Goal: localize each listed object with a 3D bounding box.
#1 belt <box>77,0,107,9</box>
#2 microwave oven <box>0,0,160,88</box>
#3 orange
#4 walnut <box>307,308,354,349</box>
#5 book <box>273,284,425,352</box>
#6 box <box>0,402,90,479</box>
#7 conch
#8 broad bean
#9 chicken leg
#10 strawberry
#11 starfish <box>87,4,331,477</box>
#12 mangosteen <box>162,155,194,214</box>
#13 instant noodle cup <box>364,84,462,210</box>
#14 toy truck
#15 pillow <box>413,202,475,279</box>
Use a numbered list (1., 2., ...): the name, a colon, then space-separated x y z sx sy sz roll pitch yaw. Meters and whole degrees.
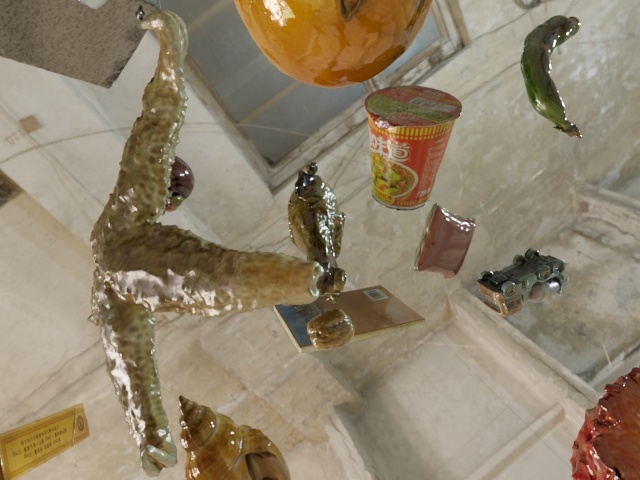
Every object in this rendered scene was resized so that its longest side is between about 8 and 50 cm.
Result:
1. belt: -0.286 -0.351 0.366 0.325 0.260 0.122 20 -101 48
2. microwave oven: -0.571 -0.533 0.762 0.374 0.432 0.236 -22 -108 43
3. orange: 0.020 -0.393 0.611 0.312 0.312 0.312 -27 -149 17
4. walnut: 0.022 0.179 0.820 0.096 0.082 0.079 -17 -130 -18
5. book: 0.075 0.216 1.192 0.374 0.028 0.262 -8 -160 -19
6. box: -0.547 0.364 0.696 0.174 0.076 0.274 -15 170 -9
7. conch: -0.102 0.334 0.573 0.109 0.330 0.093 -39 -155 -22
8. broad bean: 0.445 -0.336 0.784 0.049 0.144 0.292 148 -45 -63
9. chicken leg: -0.004 0.003 0.969 0.140 0.211 0.361 -18 -125 13
10. strawberry: 0.397 0.272 0.469 0.234 0.178 0.234 0 -118 1
11. starfish: -0.165 0.024 0.425 0.324 0.082 0.432 44 -65 30
12. mangosteen: -0.491 -0.176 1.295 0.200 0.200 0.200 -27 -149 17
13. instant noodle cup: 0.176 -0.181 0.841 0.193 0.212 0.193 -1 -139 1
14. toy truck: 0.575 0.125 1.137 0.257 0.140 0.108 -23 -157 -11
15. pillow: 0.297 0.007 0.995 0.075 0.179 0.171 23 -83 49
